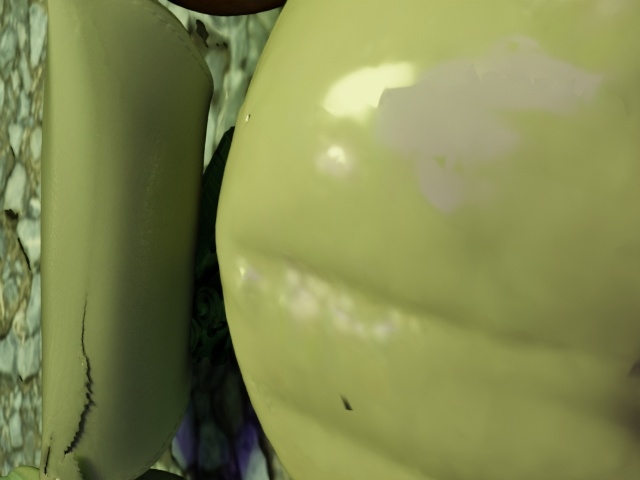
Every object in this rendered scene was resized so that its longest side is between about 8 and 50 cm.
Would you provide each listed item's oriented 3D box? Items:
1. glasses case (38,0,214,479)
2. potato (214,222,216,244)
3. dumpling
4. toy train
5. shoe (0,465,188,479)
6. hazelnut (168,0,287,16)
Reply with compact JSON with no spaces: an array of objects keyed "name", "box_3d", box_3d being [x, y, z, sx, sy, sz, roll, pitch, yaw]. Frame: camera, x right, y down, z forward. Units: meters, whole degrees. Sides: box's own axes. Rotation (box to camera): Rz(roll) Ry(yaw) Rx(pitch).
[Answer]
[{"name":"glasses case","box_3d":[-0.107,-0.013,0.822,0.128,0.083,0.308,-106,20,-57]},{"name":"potato","box_3d":[0.000,0.000,0.763,0.096,0.066,0.103,-53,41,19]},{"name":"dumpling","box_3d":[0.101,0.044,0.488,0.315,0.233,0.395,53,142,45]},{"name":"toy train","box_3d":[-0.055,0.009,0.862,0.148,0.038,0.071,-61,41,33]},{"name":"shoe","box_3d":[-0.097,0.186,0.877,0.251,0.103,0.100,26,66,39]},{"name":"hazelnut","box_3d":[-0.049,-0.192,0.781,0.143,0.143,0.154,22,106,53]}]
